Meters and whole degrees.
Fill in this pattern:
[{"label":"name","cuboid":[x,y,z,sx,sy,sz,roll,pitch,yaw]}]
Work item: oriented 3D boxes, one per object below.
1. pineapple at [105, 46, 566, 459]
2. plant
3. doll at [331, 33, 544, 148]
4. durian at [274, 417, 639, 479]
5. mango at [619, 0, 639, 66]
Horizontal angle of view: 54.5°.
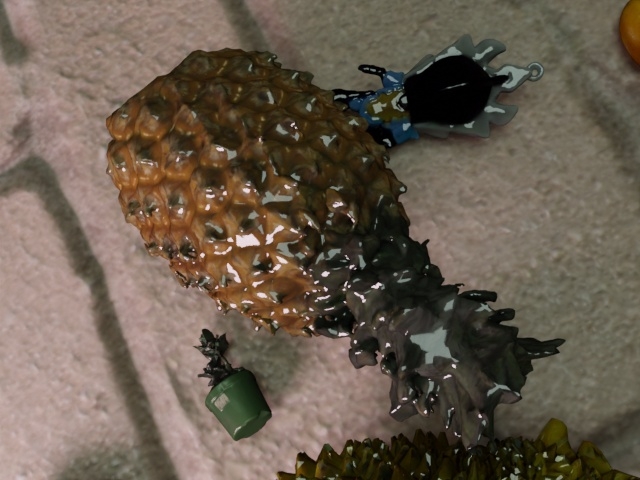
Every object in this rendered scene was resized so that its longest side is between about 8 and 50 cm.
[{"label":"pineapple","cuboid":[0.000,0.000,0.456,0.202,0.202,0.362,-48,54,-4]},{"label":"plant","cuboid":[-0.086,0.126,0.558,0.051,0.051,0.102,-38,63,-1]},{"label":"doll","cuboid":[0.107,-0.133,0.575,0.195,0.070,0.096,-11,92,13]},{"label":"durian","cuboid":[0.083,0.251,0.418,0.292,0.258,0.258,-9,77,-6]},{"label":"mango","cuboid":[0.310,-0.190,0.571,0.060,0.046,0.089,-20,64,1]}]
